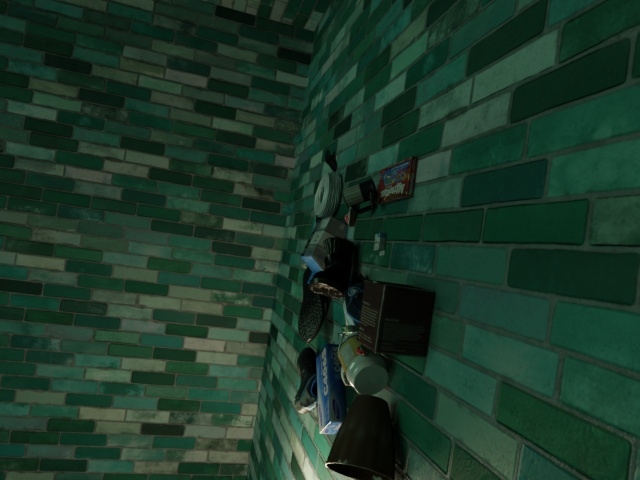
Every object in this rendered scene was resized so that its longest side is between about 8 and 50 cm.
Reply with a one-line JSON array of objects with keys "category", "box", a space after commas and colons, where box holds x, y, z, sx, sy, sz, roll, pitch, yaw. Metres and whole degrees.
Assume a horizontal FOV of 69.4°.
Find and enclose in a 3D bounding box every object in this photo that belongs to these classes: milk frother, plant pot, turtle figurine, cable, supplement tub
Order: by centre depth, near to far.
[{"category": "plant pot", "box": [0.145, 0.625, 1.479, 0.215, 0.215, 0.230, 121, 168, -54]}, {"category": "turtle figurine", "box": [0.170, 0.304, 1.556, 0.118, 0.175, 0.234, 34, 93, 43]}, {"category": "supplement tub", "box": [0.150, 0.434, 1.632, 0.199, 0.144, 0.144, -121, 42, -67]}, {"category": "milk frother", "box": [0.163, -0.176, 1.899, 0.143, 0.135, 0.129, -2, -106, -74]}, {"category": "cable", "box": [0.039, -0.250, 2.549, 0.257, 0.089, 0.257, -142, 62, -73]}]

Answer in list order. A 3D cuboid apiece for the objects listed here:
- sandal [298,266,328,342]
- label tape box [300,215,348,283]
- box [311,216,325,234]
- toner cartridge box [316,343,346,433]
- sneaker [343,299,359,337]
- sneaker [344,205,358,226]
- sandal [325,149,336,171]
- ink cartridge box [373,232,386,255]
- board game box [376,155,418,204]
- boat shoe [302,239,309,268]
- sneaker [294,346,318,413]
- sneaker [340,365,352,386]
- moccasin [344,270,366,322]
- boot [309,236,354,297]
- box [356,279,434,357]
[{"category": "sandal", "box": [-0.017, 0.319, 2.384, 0.167, 0.107, 0.445, -29, 42, 36]}, {"category": "label tape box", "box": [-0.009, 0.052, 2.334, 0.333, 0.106, 0.240, -64, 12, -9]}, {"category": "box", "box": [0.000, 0.000, 2.527, 0.060, 0.100, 0.244, 164, 115, -74]}, {"category": "toner cartridge box", "box": [0.044, 0.649, 2.034, 0.165, 0.075, 0.348, 114, 159, -47]}, {"category": "sneaker", "box": [0.128, 0.340, 1.848, 0.091, 0.094, 0.258, -54, 29, 31]}, {"category": "sneaker", "box": [0.145, -0.129, 2.177, 0.067, 0.042, 0.118, -126, 45, -65]}, {"category": "sandal", "box": [0.068, -0.461, 2.686, 0.067, 0.040, 0.179, 105, 150, -42]}, {"category": "ink cartridge box", "box": [0.231, 0.016, 1.801, 0.048, 0.028, 0.083, 154, 124, -72]}, {"category": "board game box", "box": [0.284, -0.219, 1.747, 0.281, 0.027, 0.145, 174, 104, -75]}, {"category": "boat shoe", "box": [-0.043, 0.135, 2.598, 0.113, 0.105, 0.306, 132, 145, -64]}, {"category": "sneaker", "box": [-0.039, 0.686, 2.308, 0.140, 0.125, 0.341, -33, 40, 33]}, {"category": "sneaker", "box": [0.128, 0.491, 1.835, 0.077, 0.072, 0.178, -32, 56, 57]}, {"category": "moccasin", "box": [0.147, 0.212, 1.777, 0.342, 0.138, 0.117, -130, 43, -69]}, {"category": "boot", "box": [0.052, 0.103, 1.981, 0.348, 0.131, 0.260, 39, -126, -68]}, {"category": "box", "box": [0.226, 0.236, 1.420, 0.168, 0.167, 0.203, -176, 95, -76]}]
